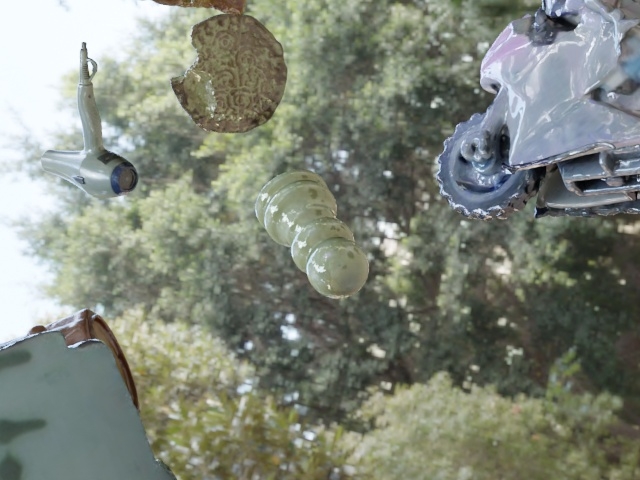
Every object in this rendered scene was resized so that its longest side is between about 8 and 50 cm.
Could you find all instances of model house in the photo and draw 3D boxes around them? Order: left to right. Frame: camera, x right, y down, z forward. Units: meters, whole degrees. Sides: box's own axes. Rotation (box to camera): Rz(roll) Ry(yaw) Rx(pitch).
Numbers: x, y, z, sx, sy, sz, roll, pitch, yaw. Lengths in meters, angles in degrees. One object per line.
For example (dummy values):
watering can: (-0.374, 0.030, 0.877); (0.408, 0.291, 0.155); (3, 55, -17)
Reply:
model house: (-0.368, 0.240, 1.090); (0.295, 0.329, 0.251); (-24, -81, -24)

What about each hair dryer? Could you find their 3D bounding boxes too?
hair dryer: (-0.324, -0.148, 1.238); (0.067, 0.167, 0.199); (-32, -68, -46)

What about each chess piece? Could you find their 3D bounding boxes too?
chess piece: (0.000, 0.000, 1.650); (0.144, 0.251, 0.144); (-17, -48, -19)

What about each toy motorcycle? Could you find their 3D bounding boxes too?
toy motorcycle: (0.190, -0.116, 0.597); (0.108, 0.239, 0.204); (49, -133, -58)

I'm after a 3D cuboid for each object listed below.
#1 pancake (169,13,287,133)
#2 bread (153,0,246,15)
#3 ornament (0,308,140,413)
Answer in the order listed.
pancake: (-0.168, -0.308, 1.778); (0.235, 0.212, 0.029); (-56, 13, 20)
bread: (-0.182, -0.382, 1.327); (0.103, 0.172, 0.132); (-85, 6, -48)
ornament: (-0.390, 0.211, 1.341); (0.235, 0.217, 0.221); (-117, 4, -61)
